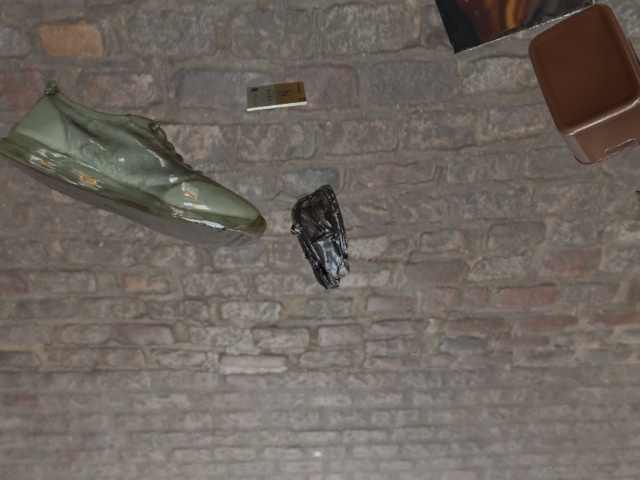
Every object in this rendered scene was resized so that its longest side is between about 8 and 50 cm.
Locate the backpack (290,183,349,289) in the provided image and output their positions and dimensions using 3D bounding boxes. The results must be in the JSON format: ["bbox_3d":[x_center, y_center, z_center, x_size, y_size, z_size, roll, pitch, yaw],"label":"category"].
[{"bbox_3d":[0.000,0.000,1.472,0.133,0.206,0.258,-21,92,-9],"label":"backpack"}]

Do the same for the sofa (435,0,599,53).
[{"bbox_3d":[0.190,-0.248,0.562,0.147,0.060,0.085,-9,115,43],"label":"sofa"}]

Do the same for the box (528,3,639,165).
[{"bbox_3d":[0.730,-0.415,1.543,0.239,0.340,0.229,-24,154,32],"label":"box"}]

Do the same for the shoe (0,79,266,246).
[{"bbox_3d":[-0.179,-0.071,0.580,0.274,0.098,0.103,23,170,-3],"label":"shoe"}]

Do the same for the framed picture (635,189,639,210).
[{"bbox_3d":[0.764,-0.015,1.072,0.293,0.231,0.018,-14,171,41],"label":"framed picture"}]

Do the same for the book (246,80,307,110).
[{"bbox_3d":[-0.129,-0.420,1.678,0.172,0.118,0.012,-7,135,-2],"label":"book"}]
